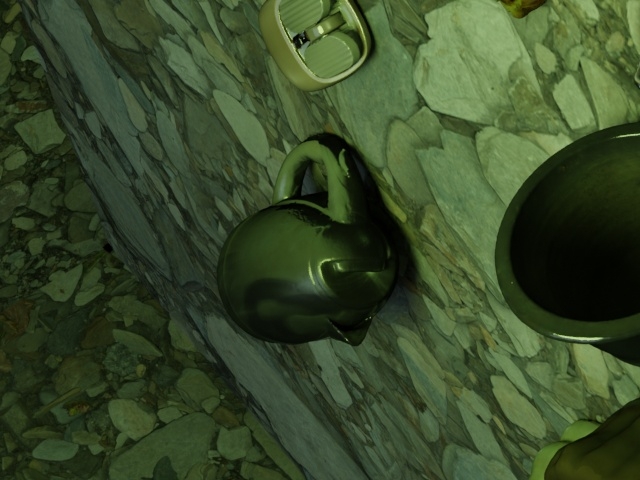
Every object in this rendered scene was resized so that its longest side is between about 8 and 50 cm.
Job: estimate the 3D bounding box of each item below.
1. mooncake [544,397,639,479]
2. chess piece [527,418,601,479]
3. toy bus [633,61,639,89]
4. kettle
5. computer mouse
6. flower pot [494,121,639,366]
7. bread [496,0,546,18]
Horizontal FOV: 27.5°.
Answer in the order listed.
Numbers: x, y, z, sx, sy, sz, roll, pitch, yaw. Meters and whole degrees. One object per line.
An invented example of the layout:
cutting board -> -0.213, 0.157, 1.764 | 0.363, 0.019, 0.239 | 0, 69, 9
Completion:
mooncake -> 0.398, 0.322, 1.487 | 0.290, 0.161, 0.290 | 47, 161, 23
chess piece -> 0.262, 0.387, 1.676 | 0.182, 0.330, 0.182 | 51, 161, 25
toy bus -> 0.367, -0.064, 0.991 | 0.274, 0.112, 0.090 | 53, 162, 15
kettle -> 0.000, 0.000, 1.971 | 0.324, 0.228, 0.320 | 168, 101, -66
computer mouse -> -0.016, -0.267, 1.713 | 0.145, 0.082, 0.236 | 61, 163, -10
flower pot -> 0.297, 0.026, 1.218 | 0.235, 0.235, 0.148 | 36, 172, 49
bread -> 0.163, -0.316, 1.131 | 0.181, 0.096, 0.222 | 50, 163, 23
